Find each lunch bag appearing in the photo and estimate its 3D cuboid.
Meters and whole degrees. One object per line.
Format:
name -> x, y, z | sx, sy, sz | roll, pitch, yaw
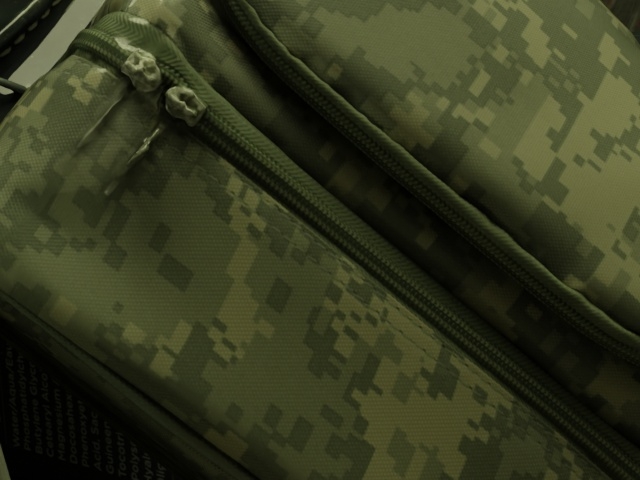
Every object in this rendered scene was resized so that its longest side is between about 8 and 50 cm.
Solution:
lunch bag -> 0.025, -0.009, 0.544 | 0.305, 0.256, 0.212 | 39, -14, -8

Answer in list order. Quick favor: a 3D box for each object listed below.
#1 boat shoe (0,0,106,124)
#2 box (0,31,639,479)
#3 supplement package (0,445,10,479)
boat shoe -> -0.267, -0.050, 0.666 | 0.187, 0.500, 0.156 | 25, -31, 48
box -> 0.000, 0.000, 0.974 | 0.472, 0.297, 0.480 | 5, 12, 37
supplement package -> -0.201, 0.105, 0.458 | 0.178, 0.175, 0.293 | -17, 17, -18
